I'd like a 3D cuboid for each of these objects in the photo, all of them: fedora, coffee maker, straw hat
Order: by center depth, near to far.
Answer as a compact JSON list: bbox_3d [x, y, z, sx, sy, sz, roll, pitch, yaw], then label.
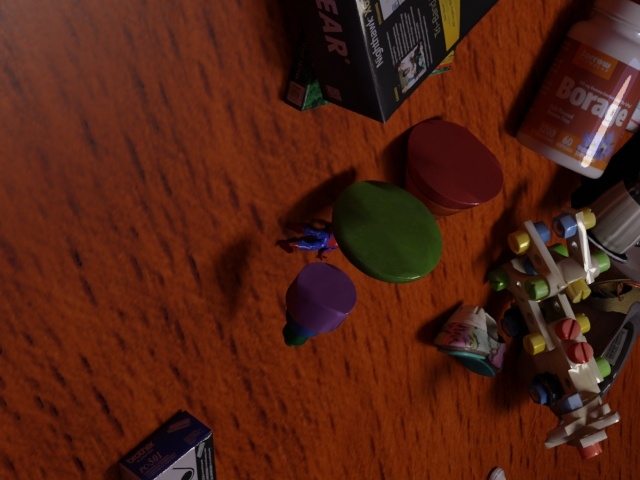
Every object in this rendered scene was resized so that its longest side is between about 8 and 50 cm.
[{"bbox_3d":[0.432,-0.087,2.069,0.120,0.171,0.178,19,128,-35],"label":"coffee maker"},{"bbox_3d":[0.380,0.173,2.304,0.243,0.124,0.275,-62,160,10],"label":"fedora"},{"bbox_3d":[0.452,0.064,2.367,0.144,0.144,0.061,54,30,-60],"label":"straw hat"}]

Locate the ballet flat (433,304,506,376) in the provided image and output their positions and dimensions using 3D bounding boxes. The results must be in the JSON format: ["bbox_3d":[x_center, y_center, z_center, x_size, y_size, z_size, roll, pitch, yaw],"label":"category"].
[{"bbox_3d":[0.207,0.132,2.061,0.221,0.077,0.079,34,69,-66],"label":"ballet flat"}]

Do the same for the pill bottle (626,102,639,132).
[{"bbox_3d":[0.421,-0.231,2.021,0.087,0.087,0.160,15,104,-61],"label":"pill bottle"}]

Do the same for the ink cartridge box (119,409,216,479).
[{"bbox_3d":[-0.159,0.286,1.643,0.097,0.046,0.207,-37,145,-32],"label":"ink cartridge box"}]

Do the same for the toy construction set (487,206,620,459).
[{"bbox_3d":[0.330,0.130,2.039,0.151,0.327,0.215,-6,170,-20],"label":"toy construction set"}]

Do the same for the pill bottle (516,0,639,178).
[{"bbox_3d":[0.342,-0.197,1.894,0.121,0.121,0.216,8,110,-60],"label":"pill bottle"}]

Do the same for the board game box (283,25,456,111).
[{"bbox_3d":[0.067,-0.217,1.538,0.260,0.030,0.136,-22,137,-48],"label":"board game box"}]

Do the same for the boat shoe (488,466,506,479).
[{"bbox_3d":[0.298,0.408,2.495,0.035,0.035,0.100,-44,149,-25],"label":"boat shoe"}]

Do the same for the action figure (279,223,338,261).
[{"bbox_3d":[0.000,0.000,1.641,0.115,0.030,0.038,-1,113,-60],"label":"action figure"}]

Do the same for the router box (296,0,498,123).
[{"bbox_3d":[0.073,-0.299,1.374,0.243,0.081,0.309,-47,144,-26],"label":"router box"}]

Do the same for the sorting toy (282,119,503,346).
[{"bbox_3d":[0.063,0.007,1.663,0.365,0.127,0.126,-44,173,-42],"label":"sorting toy"}]

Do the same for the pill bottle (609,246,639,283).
[{"bbox_3d":[0.567,-0.081,2.298,0.323,0.181,0.181,-40,147,-31],"label":"pill bottle"}]
